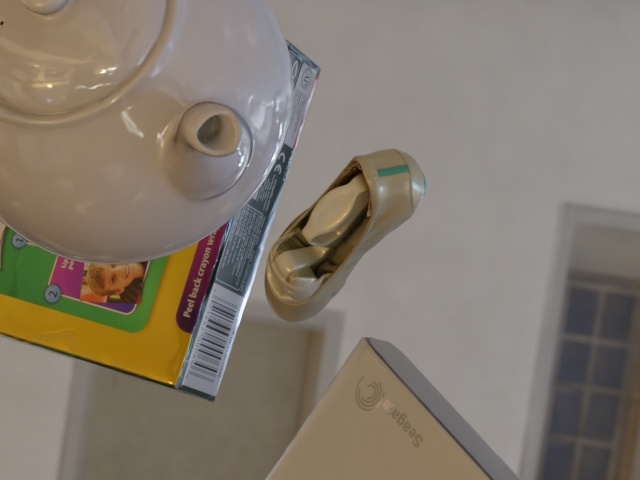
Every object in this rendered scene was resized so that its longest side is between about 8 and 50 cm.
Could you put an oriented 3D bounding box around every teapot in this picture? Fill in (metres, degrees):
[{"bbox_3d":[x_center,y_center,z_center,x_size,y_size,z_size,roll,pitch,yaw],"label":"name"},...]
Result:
[{"bbox_3d":[-0.151,-0.121,1.250,0.256,0.253,0.187,-8,152,15],"label":"teapot"}]

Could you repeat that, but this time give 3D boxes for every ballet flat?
[{"bbox_3d":[0.000,0.000,1.770,0.086,0.086,0.248,7,140,-36],"label":"ballet flat"}]

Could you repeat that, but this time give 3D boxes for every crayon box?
[{"bbox_3d":[-0.206,-0.054,1.952,0.313,0.363,0.106,15,173,24],"label":"crayon box"}]

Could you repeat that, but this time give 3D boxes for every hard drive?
[{"bbox_3d":[0.007,0.242,1.195,0.040,0.307,0.203,17,-158,-46],"label":"hard drive"}]
